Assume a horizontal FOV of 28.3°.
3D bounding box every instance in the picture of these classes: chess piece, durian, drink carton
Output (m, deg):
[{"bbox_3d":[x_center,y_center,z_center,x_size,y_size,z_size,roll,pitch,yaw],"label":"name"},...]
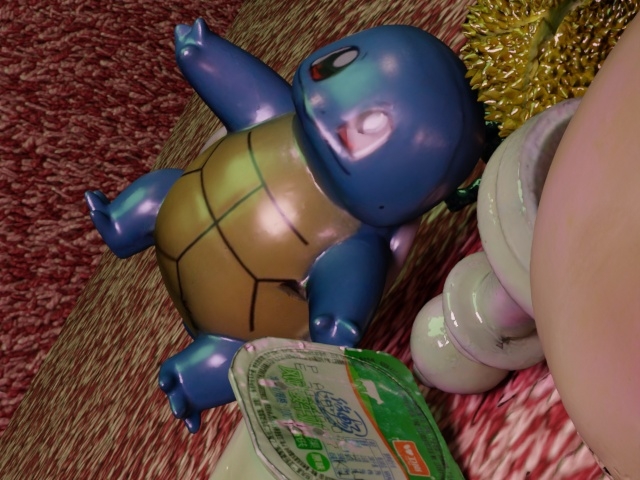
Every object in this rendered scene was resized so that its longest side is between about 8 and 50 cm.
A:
[{"bbox_3d":[0.117,0.037,0.765,0.139,0.139,0.272,-66,7,-32],"label":"chess piece"},{"bbox_3d":[0.170,-0.132,0.841,0.198,0.159,0.146,-76,8,-45],"label":"durian"},{"bbox_3d":[-0.013,0.162,0.817,0.142,0.144,0.146,-60,34,30],"label":"drink carton"}]

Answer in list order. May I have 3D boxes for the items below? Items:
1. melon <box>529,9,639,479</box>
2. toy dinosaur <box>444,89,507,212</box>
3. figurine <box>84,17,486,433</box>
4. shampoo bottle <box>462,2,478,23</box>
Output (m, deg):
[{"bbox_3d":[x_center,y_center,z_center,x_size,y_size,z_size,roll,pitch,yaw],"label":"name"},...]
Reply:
[{"bbox_3d":[0.201,-0.022,0.388,0.317,0.223,0.223,-47,17,26],"label":"melon"},{"bbox_3d":[0.157,-0.113,1.018,0.147,0.076,0.363,-20,44,52],"label":"toy dinosaur"},{"bbox_3d":[-0.038,0.007,1.001,0.416,0.243,0.298,-59,43,49],"label":"figurine"},{"bbox_3d":[0.209,-0.262,1.203,0.183,0.050,0.087,-48,20,28],"label":"shampoo bottle"}]
